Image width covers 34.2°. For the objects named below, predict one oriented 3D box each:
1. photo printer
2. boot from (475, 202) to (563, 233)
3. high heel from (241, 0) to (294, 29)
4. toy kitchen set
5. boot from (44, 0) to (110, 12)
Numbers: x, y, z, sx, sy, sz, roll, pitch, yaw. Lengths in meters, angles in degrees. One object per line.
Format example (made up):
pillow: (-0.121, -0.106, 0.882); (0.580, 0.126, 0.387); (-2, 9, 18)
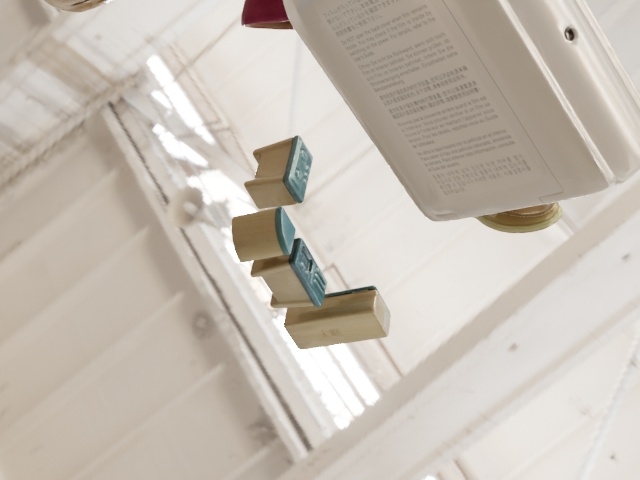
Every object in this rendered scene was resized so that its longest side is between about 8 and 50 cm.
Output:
photo printer: (0.114, -0.169, 0.911); (0.107, 0.307, 0.256); (-47, -161, -30)
boot: (0.238, -0.106, 1.463); (0.077, 0.165, 0.213); (-36, -144, -28)
high heel: (0.090, -0.224, 1.112); (0.377, 0.127, 0.181); (37, -80, 26)
toy kitchen set: (0.000, 0.000, 1.261); (0.122, 0.207, 0.166); (-10, -137, 22)
boot: (-0.098, -0.280, 0.778); (0.305, 0.115, 0.112); (-40, -90, -14)
